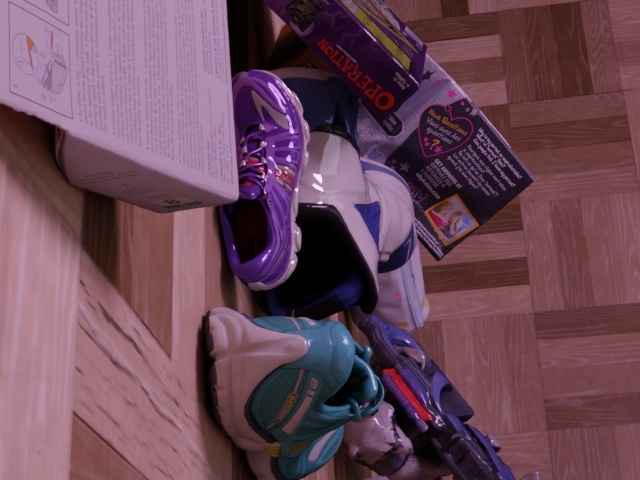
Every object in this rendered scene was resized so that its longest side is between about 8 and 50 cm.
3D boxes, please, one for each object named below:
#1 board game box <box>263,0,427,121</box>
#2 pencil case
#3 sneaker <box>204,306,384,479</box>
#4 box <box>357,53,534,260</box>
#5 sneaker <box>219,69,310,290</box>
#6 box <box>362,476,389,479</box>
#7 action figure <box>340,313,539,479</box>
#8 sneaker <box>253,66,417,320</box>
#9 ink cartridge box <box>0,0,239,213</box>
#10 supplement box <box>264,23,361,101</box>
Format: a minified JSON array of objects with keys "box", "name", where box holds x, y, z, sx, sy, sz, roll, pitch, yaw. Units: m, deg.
[{"box":[0.007,-0.216,1.102,0.208,0.056,0.347,49,13,-6],"name":"board game box"},{"box":[0.084,0.009,1.681,0.113,0.124,0.273,-47,143,-34],"name":"pencil case"},{"box":[-0.007,0.120,0.907,0.275,0.110,0.107,67,19,-70],"name":"sneaker"},{"box":[0.098,-0.123,1.360,0.163,0.142,0.247,46,6,-29],"name":"box"},{"box":[-0.045,-0.049,0.924,0.071,0.068,0.169,33,52,-74],"name":"sneaker"},{"box":[0.114,0.429,1.724,0.130,0.091,0.170,74,12,-58],"name":"box"},{"box":[0.141,0.273,1.532,0.330,0.178,0.341,28,21,-50],"name":"action figure"},{"box":[0.000,0.000,1.088,0.315,0.128,0.182,53,35,-64],"name":"sneaker"},{"box":[-0.114,-0.120,0.560,0.225,0.056,0.181,20,64,-62],"name":"ink cartridge box"},{"box":[0.001,-0.185,1.268,0.080,0.078,0.233,52,17,-18],"name":"supplement box"}]
